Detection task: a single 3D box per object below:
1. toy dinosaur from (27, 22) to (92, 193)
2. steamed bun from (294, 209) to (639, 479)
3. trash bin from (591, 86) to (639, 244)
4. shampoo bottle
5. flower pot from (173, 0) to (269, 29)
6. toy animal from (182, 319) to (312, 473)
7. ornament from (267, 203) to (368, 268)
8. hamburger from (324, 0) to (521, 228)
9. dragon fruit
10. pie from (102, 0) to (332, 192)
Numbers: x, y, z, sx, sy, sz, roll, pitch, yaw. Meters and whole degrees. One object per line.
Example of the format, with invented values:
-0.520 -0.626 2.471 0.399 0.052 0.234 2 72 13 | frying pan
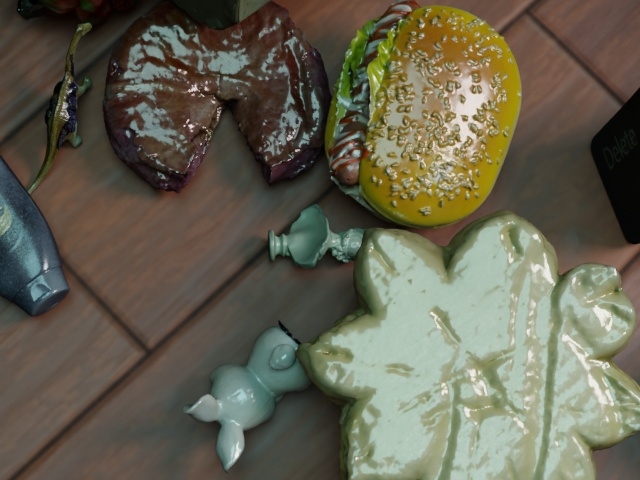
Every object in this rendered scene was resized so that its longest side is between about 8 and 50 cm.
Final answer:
-0.242 -0.117 1.188 0.037 0.058 0.180 14 96 15 | toy dinosaur
0.124 0.114 1.106 0.292 0.137 0.295 44 85 4 | steamed bun
0.391 -0.098 1.160 0.225 0.165 0.115 -18 77 -10 | trash bin
-0.315 -0.034 1.157 0.087 0.049 0.234 -38 81 0 | shampoo bottle
-0.064 -0.314 1.147 0.212 0.212 0.202 44 69 8 | flower pot
-0.059 0.134 1.121 0.124 0.085 0.071 -39 98 -6 | toy animal
-0.004 0.001 1.173 0.092 0.041 0.068 19 52 13 | ornament
0.093 -0.114 1.169 0.173 0.116 0.210 20 76 -1 | hamburger
-0.232 -0.263 1.185 0.142 0.121 0.130 17 94 -12 | dragon fruit
-0.099 -0.140 1.196 0.218 0.054 0.204 -18 78 -8 | pie
